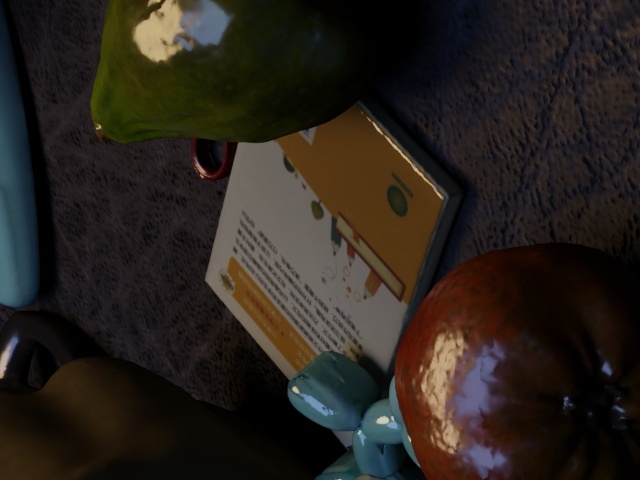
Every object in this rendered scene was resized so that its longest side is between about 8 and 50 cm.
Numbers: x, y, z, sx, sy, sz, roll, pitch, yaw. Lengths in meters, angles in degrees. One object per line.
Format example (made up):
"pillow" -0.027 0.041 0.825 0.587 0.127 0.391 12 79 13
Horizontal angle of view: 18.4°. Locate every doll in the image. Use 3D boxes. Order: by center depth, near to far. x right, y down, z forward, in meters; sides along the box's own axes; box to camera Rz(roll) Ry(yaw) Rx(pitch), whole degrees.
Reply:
"doll" 0.052 0.139 1.409 0.159 0.059 0.159 19 130 36

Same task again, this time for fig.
"fig" -0.060 -0.145 1.319 0.233 0.167 0.167 -2 108 57

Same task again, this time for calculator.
"calculator" -0.349 -0.110 1.868 0.256 0.054 0.386 23 129 48

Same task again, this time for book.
"book" 0.000 0.000 1.452 0.208 0.020 0.295 48 143 27

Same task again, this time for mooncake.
"mooncake" -0.174 0.283 1.571 0.201 0.378 0.378 39 140 53

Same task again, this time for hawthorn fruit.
"hawthorn fruit" 0.130 0.088 1.185 0.189 0.189 0.189 34 135 41

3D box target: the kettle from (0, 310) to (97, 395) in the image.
"kettle" -0.292 0.225 1.863 0.271 0.207 0.250 39 146 48

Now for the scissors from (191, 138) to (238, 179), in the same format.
"scissors" -0.081 -0.162 1.475 0.144 0.017 0.247 53 144 19

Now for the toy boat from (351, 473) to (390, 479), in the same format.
"toy boat" 0.129 0.269 1.252 0.330 0.123 0.215 20 158 35
